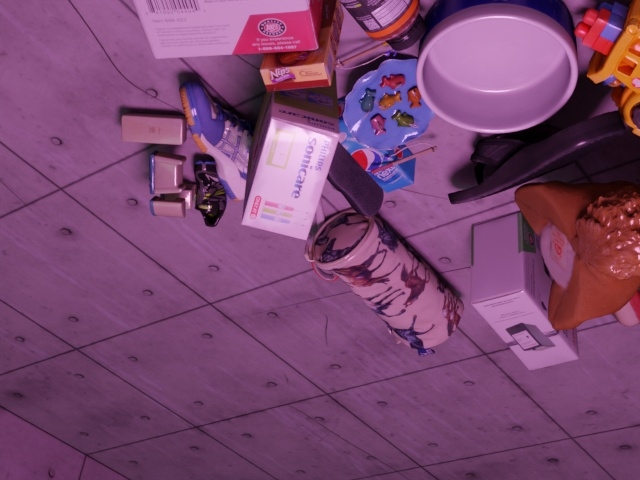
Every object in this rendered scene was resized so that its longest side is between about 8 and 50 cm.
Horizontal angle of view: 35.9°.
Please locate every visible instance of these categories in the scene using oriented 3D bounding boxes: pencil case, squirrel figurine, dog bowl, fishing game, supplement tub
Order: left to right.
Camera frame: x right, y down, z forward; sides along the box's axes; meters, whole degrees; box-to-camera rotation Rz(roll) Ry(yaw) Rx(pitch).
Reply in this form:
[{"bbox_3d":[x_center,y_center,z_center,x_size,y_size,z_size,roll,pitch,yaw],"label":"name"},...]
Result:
[{"bbox_3d":[0.090,-0.394,1.585,0.106,0.106,0.198,-19,136,31],"label":"supplement tub"},{"bbox_3d":[0.143,0.092,2.162,0.183,0.160,0.410,-37,129,13],"label":"pencil case"},{"bbox_3d":[0.135,-0.239,1.776,0.189,0.041,0.264,-21,129,-5],"label":"fishing game"},{"bbox_3d":[0.296,-0.307,1.659,0.265,0.104,0.265,6,143,4],"label":"dog bowl"},{"bbox_3d":[0.599,-0.036,1.750,0.370,0.281,0.397,-15,173,-13],"label":"squirrel figurine"}]

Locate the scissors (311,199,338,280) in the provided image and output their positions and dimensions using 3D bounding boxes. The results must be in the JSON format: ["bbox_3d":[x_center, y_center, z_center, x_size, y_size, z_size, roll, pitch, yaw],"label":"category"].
[{"bbox_3d":[0.000,0.000,2.188,0.109,0.021,0.297,-7,142,21],"label":"scissors"}]

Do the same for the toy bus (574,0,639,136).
[{"bbox_3d":[0.509,-0.300,1.610,0.211,0.149,0.220,22,145,3],"label":"toy bus"}]

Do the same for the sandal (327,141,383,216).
[{"bbox_3d":[0.046,-0.134,1.953,0.054,0.097,0.254,16,152,38],"label":"sandal"}]

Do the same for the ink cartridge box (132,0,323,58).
[{"bbox_3d":[-0.159,-0.474,1.482,0.279,0.160,0.384,0,142,10],"label":"ink cartridge box"}]

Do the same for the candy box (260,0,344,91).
[{"bbox_3d":[-0.028,-0.327,1.627,0.109,0.186,0.053,-3,140,15],"label":"candy box"}]

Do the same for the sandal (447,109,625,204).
[{"bbox_3d":[0.376,-0.166,1.792,0.167,0.107,0.446,-18,174,-28],"label":"sandal"}]

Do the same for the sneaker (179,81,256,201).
[{"bbox_3d":[-0.168,-0.207,1.904,0.131,0.112,0.296,-21,138,8],"label":"sneaker"}]

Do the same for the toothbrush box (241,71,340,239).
[{"bbox_3d":[-0.052,-0.167,1.719,0.122,0.283,0.206,13,120,-10],"label":"toothbrush box"}]

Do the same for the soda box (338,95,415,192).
[{"bbox_3d":[0.100,-0.185,1.884,0.067,0.071,0.210,-19,135,31],"label":"soda box"}]

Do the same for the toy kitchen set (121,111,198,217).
[{"bbox_3d":[-0.323,-0.162,2.008,0.122,0.166,0.207,5,106,4],"label":"toy kitchen set"}]

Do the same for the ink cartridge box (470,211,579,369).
[{"bbox_3d":[0.434,0.111,2.095,0.121,0.211,0.289,-18,137,29],"label":"ink cartridge box"}]

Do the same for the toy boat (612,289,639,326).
[{"bbox_3d":[0.646,0.064,2.075,0.151,0.151,0.231,-35,132,5],"label":"toy boat"}]

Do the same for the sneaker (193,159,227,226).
[{"bbox_3d":[-0.227,-0.098,2.057,0.067,0.078,0.188,4,143,4],"label":"sneaker"}]
